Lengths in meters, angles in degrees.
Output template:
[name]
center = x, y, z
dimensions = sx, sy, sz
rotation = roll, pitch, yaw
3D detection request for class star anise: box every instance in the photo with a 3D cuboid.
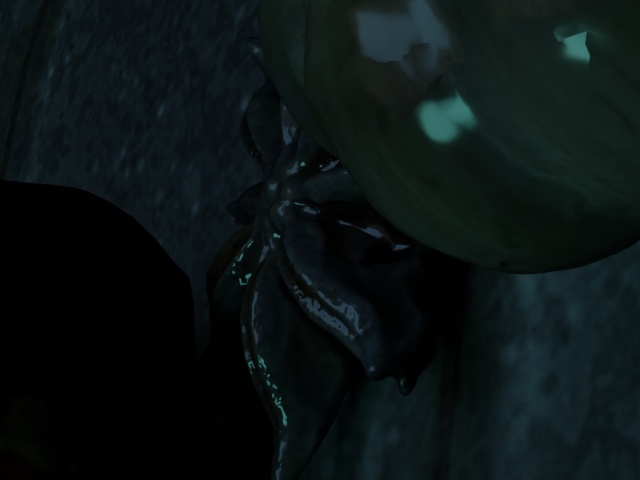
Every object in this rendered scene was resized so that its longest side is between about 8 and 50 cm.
[star anise]
center = 0.000, 0.000, 0.713
dimensions = 0.204, 0.061, 0.181
rotation = 44, 118, 62

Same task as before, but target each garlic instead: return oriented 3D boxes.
[garlic]
center = 0.091, -0.088, 0.511
dimensions = 0.228, 0.152, 0.228
rotation = -40, 27, 25

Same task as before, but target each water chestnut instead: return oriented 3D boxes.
[water chestnut]
center = -0.169, 0.106, 0.732
dimensions = 0.289, 0.244, 0.289
rotation = 180, 90, -78
